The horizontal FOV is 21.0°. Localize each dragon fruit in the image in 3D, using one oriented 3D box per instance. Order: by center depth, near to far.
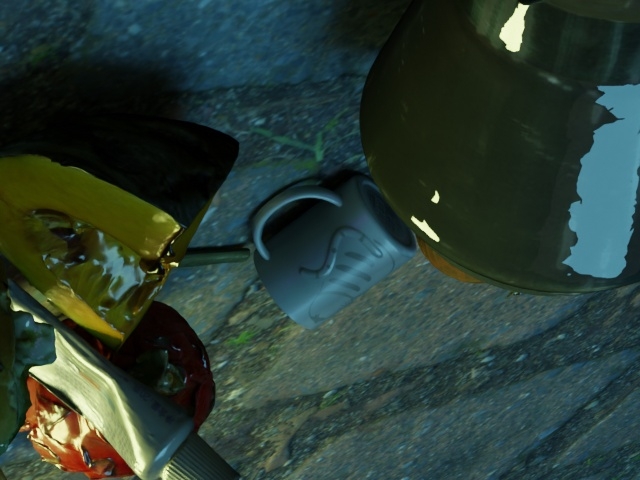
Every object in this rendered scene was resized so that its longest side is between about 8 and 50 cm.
[{"bbox_3d":[-0.189,0.135,1.599,0.209,0.172,0.172,-9,173,37],"label":"dragon fruit"}]

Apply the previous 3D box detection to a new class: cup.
[{"bbox_3d":[0.006,0.009,1.648,0.133,0.099,0.136,-36,158,18],"label":"cup"}]

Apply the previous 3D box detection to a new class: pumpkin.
[{"bbox_3d":[-0.171,-0.043,1.336,0.148,0.169,0.312,-60,-178,-28],"label":"pumpkin"}]

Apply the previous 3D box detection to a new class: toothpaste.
[{"bbox_3d":[-0.185,0.131,1.466,0.099,0.282,0.068,-57,168,27],"label":"toothpaste"}]

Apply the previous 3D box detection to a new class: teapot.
[{"bbox_3d":[0.213,-0.178,1.302,0.376,0.305,0.362,-50,162,-31],"label":"teapot"}]

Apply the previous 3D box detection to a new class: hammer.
[{"bbox_3d":[-0.144,0.021,1.608,0.199,0.013,0.062,-4,147,-46],"label":"hammer"}]

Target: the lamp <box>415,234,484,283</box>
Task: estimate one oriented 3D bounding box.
[{"bbox_3d":[0.159,-0.023,1.720,0.136,0.136,0.136,-25,158,-11],"label":"lamp"}]

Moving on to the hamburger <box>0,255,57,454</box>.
[{"bbox_3d":[-0.342,0.128,1.339,0.288,0.192,0.167,-15,143,-8],"label":"hamburger"}]

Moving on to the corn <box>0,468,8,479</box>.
[{"bbox_3d":[-0.437,0.309,1.769,0.262,0.097,0.097,-28,158,-5],"label":"corn"}]

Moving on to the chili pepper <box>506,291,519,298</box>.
[{"bbox_3d":[0.301,0.025,2.136,0.178,0.027,0.045,-25,162,-9],"label":"chili pepper"}]
